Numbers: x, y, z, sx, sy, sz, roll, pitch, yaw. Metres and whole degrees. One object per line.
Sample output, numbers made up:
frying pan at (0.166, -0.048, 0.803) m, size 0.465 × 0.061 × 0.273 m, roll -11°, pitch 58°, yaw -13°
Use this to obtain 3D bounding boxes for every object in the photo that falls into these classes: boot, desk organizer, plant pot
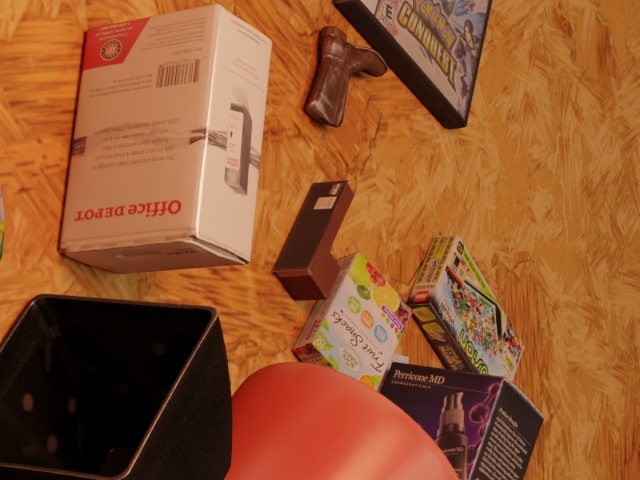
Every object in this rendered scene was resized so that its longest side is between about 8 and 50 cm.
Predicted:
boot at (0.028, -0.166, 1.914) m, size 0.106 × 0.037 × 0.114 m, roll 28°, pitch 59°, yaw -36°
desk organizer at (0.000, 0.000, 1.840) m, size 0.050 × 0.047 × 0.130 m, roll 58°, pitch 42°, yaw -37°
plant pot at (-0.174, 0.172, 1.449) m, size 0.187 × 0.188 × 0.167 m, roll -63°, pitch 144°, yaw -39°
plant pot at (-0.038, 0.285, 1.571) m, size 0.243 × 0.275 × 0.275 m, roll -43°, pitch 121°, yaw -38°

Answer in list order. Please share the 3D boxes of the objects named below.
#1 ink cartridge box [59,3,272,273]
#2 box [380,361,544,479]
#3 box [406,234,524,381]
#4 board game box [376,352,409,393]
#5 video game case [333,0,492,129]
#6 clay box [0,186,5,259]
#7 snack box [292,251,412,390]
ink cartridge box at (-0.137, -0.085, 1.549) m, size 0.092 × 0.159 × 0.217 m, roll 28°, pitch 63°, yaw -52°
box at (0.128, 0.250, 1.873) m, size 0.108 × 0.153 × 0.207 m, roll 44°, pitch 59°, yaw -45°
box at (0.178, 0.104, 2.095) m, size 0.207 × 0.036 × 0.114 m, roll 56°, pitch 43°, yaw -35°
board game box at (0.067, 0.168, 1.937) m, size 0.090 × 0.020 × 0.090 m, roll 20°, pitch 70°, yaw -53°
video game case at (0.123, -0.310, 2.077) m, size 0.275 × 0.035 × 0.248 m, roll 42°, pitch 52°, yaw -44°
clay box at (-0.296, -0.044, 1.334) m, size 0.127 × 0.053 × 0.222 m, roll -67°, pitch 163°, yaw -53°
snack box at (0.037, 0.097, 1.869) m, size 0.100 × 0.037 × 0.141 m, roll 47°, pitch 48°, yaw -21°
